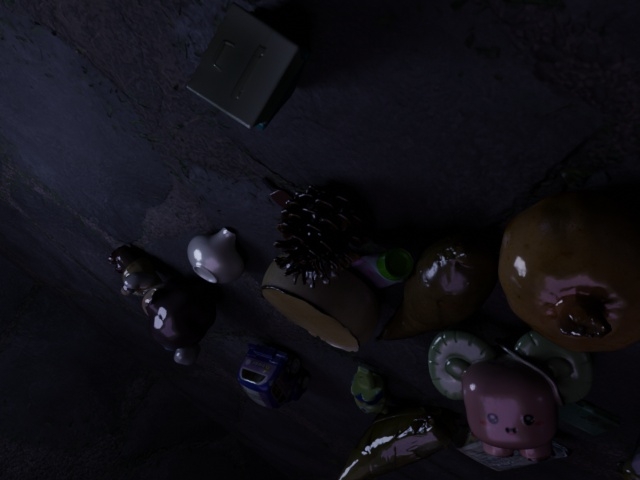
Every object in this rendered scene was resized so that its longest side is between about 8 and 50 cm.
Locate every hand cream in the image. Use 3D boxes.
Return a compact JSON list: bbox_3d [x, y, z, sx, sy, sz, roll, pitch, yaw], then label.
[{"bbox_3d":[0.101,0.059,0.955,0.079,0.050,0.275,60,167,3],"label":"hand cream"}]

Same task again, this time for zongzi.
[{"bbox_3d":[0.195,0.568,1.395,0.145,0.300,0.274,55,147,0],"label":"zongzi"}]

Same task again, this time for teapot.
[{"bbox_3d":[-0.255,0.050,1.254,0.145,0.092,0.226,36,151,-5],"label":"teapot"}]

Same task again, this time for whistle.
[{"bbox_3d":[0.131,0.407,1.421,0.105,0.085,0.227,20,146,27],"label":"whistle"}]

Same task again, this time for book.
[{"bbox_3d":[0.528,0.355,1.077,0.135,0.017,0.103,26,149,9],"label":"book"}]

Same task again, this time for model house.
[{"bbox_3d":[-0.087,-0.225,0.696,0.100,0.149,0.127,34,104,-1],"label":"model house"}]

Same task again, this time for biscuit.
[{"bbox_3d":[0.452,0.504,1.291,0.186,0.079,0.309,26,148,5],"label":"biscuit"}]

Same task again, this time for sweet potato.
[{"bbox_3d":[0.196,0.098,0.908,0.131,0.130,0.422,29,154,4],"label":"sweet potato"}]

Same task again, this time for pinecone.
[{"bbox_3d":[-0.007,0.003,0.900,0.163,0.165,0.163,24,155,12],"label":"pinecone"}]

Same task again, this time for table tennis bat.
[{"bbox_3d":[-0.079,-0.087,0.986,0.083,0.007,0.050,44,147,-24],"label":"table tennis bat"}]

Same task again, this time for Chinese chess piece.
[{"bbox_3d":[0.000,0.125,1.086,0.257,0.104,0.257,29,159,12],"label":"Chinese chess piece"}]

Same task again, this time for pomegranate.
[{"bbox_3d":[0.324,0.038,0.647,0.207,0.207,0.207,22,147,15],"label":"pomegranate"}]

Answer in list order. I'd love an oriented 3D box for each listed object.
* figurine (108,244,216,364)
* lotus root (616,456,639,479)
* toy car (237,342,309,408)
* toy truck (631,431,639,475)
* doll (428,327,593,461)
[{"bbox_3d":[-0.465,0.168,1.479,0.365,0.206,0.218,26,140,11],"label":"figurine"},{"bbox_3d":[0.703,0.494,1.062,0.179,0.080,0.089,23,161,21],"label":"lotus root"},{"bbox_3d":[-0.152,0.436,1.631,0.172,0.158,0.235,9,142,33],"label":"toy car"},{"bbox_3d":[0.630,0.340,0.875,0.155,0.124,0.268,30,147,17],"label":"toy truck"},{"bbox_3d":[0.354,0.270,0.985,0.284,0.216,0.268,-4,111,21],"label":"doll"}]
